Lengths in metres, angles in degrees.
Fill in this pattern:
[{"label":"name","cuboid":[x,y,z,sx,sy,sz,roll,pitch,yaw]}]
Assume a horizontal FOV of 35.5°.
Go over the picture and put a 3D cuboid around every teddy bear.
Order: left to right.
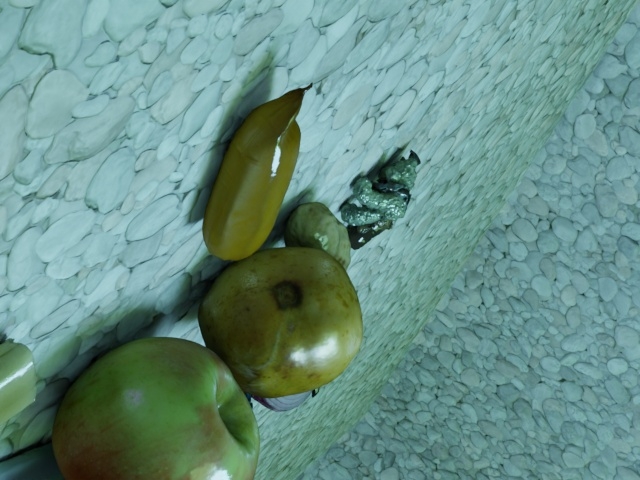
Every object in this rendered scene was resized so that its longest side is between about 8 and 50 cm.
[{"label":"teddy bear","cuboid":[0.120,-0.042,2.191,0.160,0.078,0.119,-54,168,14]},{"label":"teddy bear","cuboid":[0.148,-0.100,2.067,0.213,0.111,0.133,-36,164,-34]}]

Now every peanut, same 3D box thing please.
[{"label":"peanut","cuboid":[0.000,0.000,1.904,0.274,0.111,0.125,64,49,-72]}]

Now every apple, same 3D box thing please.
[{"label":"apple","cuboid":[-0.263,0.314,1.583,0.277,0.319,0.319,-24,168,11]}]

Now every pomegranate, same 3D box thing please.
[{"label":"pomegranate","cuboid":[-0.070,0.138,1.742,0.307,0.307,0.307,-44,164,-16]}]

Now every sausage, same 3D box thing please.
[{"label":"sausage","cuboid":[-0.088,-0.103,1.429,0.112,0.112,0.328,-33,158,-44]}]

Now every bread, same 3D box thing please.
[{"label":"bread","cuboid":[-0.451,0.214,1.279,0.178,0.060,0.139,-37,160,-35]}]

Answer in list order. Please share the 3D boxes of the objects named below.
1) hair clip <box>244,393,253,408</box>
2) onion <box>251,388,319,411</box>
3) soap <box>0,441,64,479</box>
[{"label":"hair clip","cuboid":[-0.279,0.362,1.925,0.310,0.194,0.206,-46,176,-17]},{"label":"onion","cuboid":[-0.102,0.206,2.055,0.267,0.159,0.349,-61,150,3]},{"label":"soap","cuboid":[-0.461,0.441,1.697,0.208,0.115,0.347,-54,164,19]}]
